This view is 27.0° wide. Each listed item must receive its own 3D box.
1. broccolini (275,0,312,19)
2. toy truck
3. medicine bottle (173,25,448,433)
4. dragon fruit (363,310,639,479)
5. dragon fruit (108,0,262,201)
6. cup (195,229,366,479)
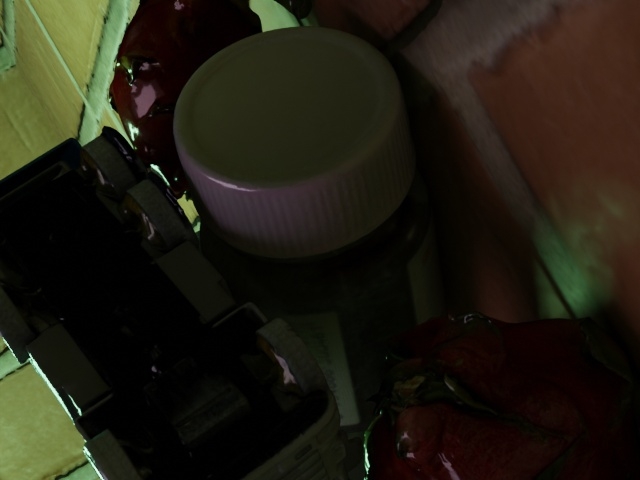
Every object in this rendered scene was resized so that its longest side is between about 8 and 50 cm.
[{"bbox_3d":[-0.062,-0.163,1.062,0.123,0.062,0.271,53,166,-19],"label":"broccolini"},{"bbox_3d":[-0.121,0.064,0.864,0.367,0.146,0.175,45,164,41],"label":"toy truck"},{"bbox_3d":[0.000,0.000,0.935,0.165,0.165,0.273,48,160,39],"label":"medicine bottle"},{"bbox_3d":[0.101,0.130,0.838,0.200,0.198,0.269,41,178,-11],"label":"dragon fruit"},{"bbox_3d":[-0.090,-0.143,0.955,0.125,0.125,0.246,46,147,41],"label":"dragon fruit"},{"bbox_3d":[-0.033,0.126,1.240,0.327,0.236,0.323,79,-175,-55],"label":"cup"}]
